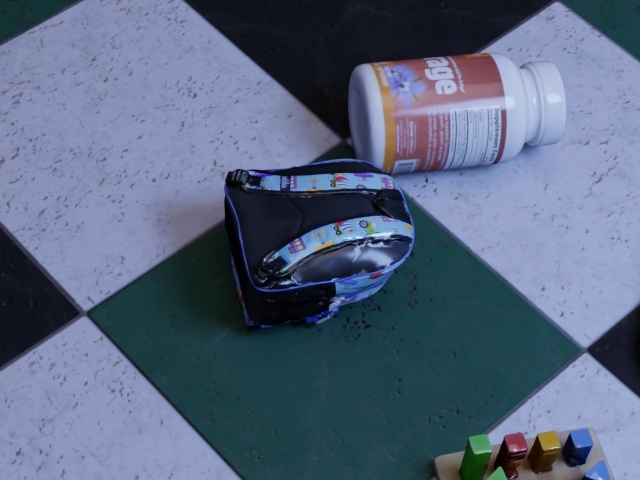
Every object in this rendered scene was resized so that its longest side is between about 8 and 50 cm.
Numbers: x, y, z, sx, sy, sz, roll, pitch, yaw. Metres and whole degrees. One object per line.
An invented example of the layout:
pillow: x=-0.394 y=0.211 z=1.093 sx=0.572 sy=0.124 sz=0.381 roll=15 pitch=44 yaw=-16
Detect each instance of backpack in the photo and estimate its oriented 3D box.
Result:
backpack: x=0.000 y=0.000 z=1.389 sx=0.173 sy=0.117 sz=0.158 roll=-10 pitch=55 yaw=-11

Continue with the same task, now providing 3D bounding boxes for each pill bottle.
pill bottle: x=0.145 y=-0.138 z=1.500 sx=0.216 sy=0.121 sz=0.121 roll=-7 pitch=55 yaw=-10

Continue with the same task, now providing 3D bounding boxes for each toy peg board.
toy peg board: x=0.204 y=0.238 z=1.256 sx=0.161 sy=0.079 sz=0.161 roll=-9 pitch=56 yaw=-11
